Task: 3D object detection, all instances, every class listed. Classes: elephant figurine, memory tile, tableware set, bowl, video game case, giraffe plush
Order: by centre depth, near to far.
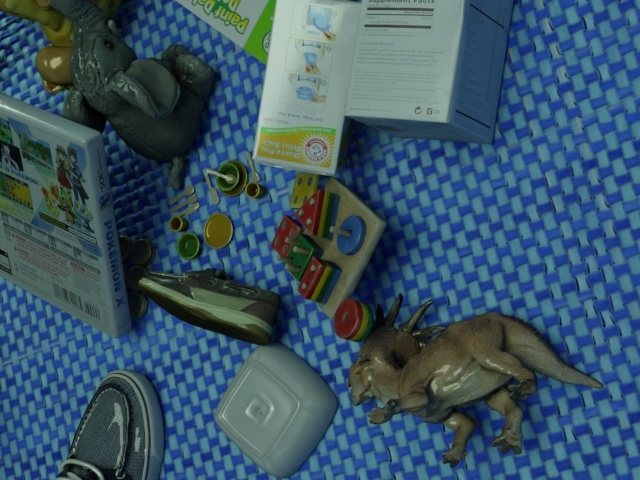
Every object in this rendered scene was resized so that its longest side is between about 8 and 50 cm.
[{"bbox_3d":[-0.064,0.210,1.519,0.142,0.053,0.142,39,103,27],"label":"bowl"},{"bbox_3d":[-0.262,-0.199,1.574,0.186,0.239,0.169,42,105,27],"label":"elephant figurine"},{"bbox_3d":[-0.139,-0.043,1.609,0.154,0.024,0.104,-29,71,24],"label":"tableware set"},{"bbox_3d":[-0.391,-0.051,1.650,0.329,0.036,0.300,23,130,35],"label":"video game case"},{"bbox_3d":[-0.348,-0.282,1.687,0.181,0.210,0.171,14,109,48],"label":"giraffe plush"},{"bbox_3d":[-0.295,0.048,1.697,0.148,0.012,0.113,4,86,31],"label":"memory tile"}]

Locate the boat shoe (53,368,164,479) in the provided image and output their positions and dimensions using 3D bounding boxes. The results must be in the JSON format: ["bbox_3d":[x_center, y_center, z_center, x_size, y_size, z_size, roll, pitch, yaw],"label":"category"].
[{"bbox_3d":[-0.310,0.337,1.586,0.127,0.158,0.341,7,88,31],"label":"boat shoe"}]

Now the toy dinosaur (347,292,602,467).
[{"bbox_3d":[0.153,0.134,1.370,0.295,0.127,0.200,-15,40,12],"label":"toy dinosaur"}]

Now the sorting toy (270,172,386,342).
[{"bbox_3d":[0.000,0.000,1.447,0.132,0.046,0.274,-64,34,14],"label":"sorting toy"}]

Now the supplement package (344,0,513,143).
[{"bbox_3d":[0.132,-0.246,1.407,0.133,0.139,0.244,8,87,30],"label":"supplement package"}]

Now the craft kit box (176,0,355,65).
[{"bbox_3d":[-0.055,-0.368,1.582,0.250,0.061,0.247,38,106,28],"label":"craft kit box"}]

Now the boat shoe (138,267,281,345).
[{"bbox_3d":[-0.139,0.073,1.571,0.223,0.080,0.073,17,67,38],"label":"boat shoe"}]

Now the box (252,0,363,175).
[{"bbox_3d":[-0.009,-0.188,1.466,0.103,0.114,0.203,10,98,6],"label":"box"}]
